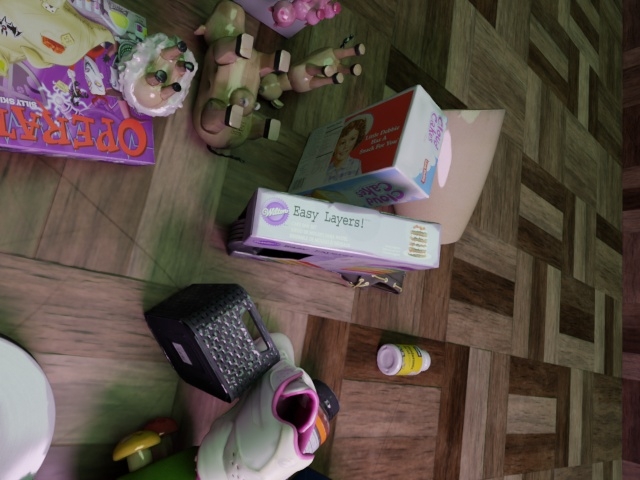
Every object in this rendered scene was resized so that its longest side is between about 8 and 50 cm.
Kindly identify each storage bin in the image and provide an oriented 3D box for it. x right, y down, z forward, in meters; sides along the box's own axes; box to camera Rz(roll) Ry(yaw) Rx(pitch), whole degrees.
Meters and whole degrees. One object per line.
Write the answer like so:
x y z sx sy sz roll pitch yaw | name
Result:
-0.153 0.131 0.569 0.084 0.180 0.122 -35 107 -37 | storage bin

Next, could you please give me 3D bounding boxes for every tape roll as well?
-0.404 0.196 0.429 0.219 0.072 0.219 3 85 -39 | tape roll

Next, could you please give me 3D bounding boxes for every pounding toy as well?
-0.235 0.290 0.520 0.237 0.183 0.110 -8 66 -36 | pounding toy

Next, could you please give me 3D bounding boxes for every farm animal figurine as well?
-0.113 -0.281 0.660 0.330 0.172 0.326 28 81 -45 | farm animal figurine

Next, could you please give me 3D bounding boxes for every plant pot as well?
0.247 -0.139 0.900 0.257 0.256 0.274 -16 112 -39 | plant pot

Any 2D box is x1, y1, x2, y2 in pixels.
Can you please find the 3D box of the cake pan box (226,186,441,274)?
0.000 0.000 0.623 0.267 0.246 0.070 10 78 -18 | cake pan box

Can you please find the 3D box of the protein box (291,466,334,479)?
-0.019 0.532 0.669 0.200 0.136 0.201 -28 103 -38 | protein box

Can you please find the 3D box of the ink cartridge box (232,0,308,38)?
-0.057 -0.489 0.738 0.127 0.128 0.176 16 76 -37 | ink cartridge box

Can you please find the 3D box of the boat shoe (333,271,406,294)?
0.093 0.066 0.838 0.228 0.081 0.068 13 74 -40 | boat shoe

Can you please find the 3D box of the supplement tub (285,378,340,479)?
-0.058 0.314 0.679 0.198 0.106 0.106 -31 105 -37 | supplement tub

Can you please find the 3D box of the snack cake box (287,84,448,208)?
0.071 -0.140 0.722 0.089 0.264 0.152 33 66 -33 | snack cake box

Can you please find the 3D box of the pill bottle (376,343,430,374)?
0.183 0.258 0.904 0.116 0.065 0.065 14 77 -38 | pill bottle

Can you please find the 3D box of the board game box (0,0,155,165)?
-0.331 -0.198 0.443 0.347 0.056 0.208 -10 102 -64 | board game box

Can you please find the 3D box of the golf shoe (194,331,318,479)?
-0.054 0.215 0.573 0.115 0.140 0.306 55 14 -15 | golf shoe
